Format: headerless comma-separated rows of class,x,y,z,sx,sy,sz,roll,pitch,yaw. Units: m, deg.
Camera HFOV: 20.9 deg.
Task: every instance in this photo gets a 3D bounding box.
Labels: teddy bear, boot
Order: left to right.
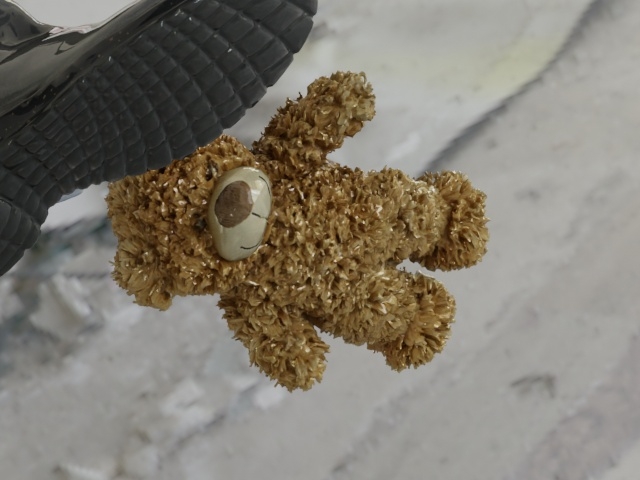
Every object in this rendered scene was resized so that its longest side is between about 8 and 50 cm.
boot,-0.187,-0.125,1.072,0.338,0.118,0.223,-32,56,1
teddy bear,0.000,0.000,1.345,0.245,0.338,0.113,-52,38,1

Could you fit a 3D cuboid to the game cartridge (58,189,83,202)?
game cartridge,-0.380,-0.099,1.675,0.297,0.198,0.062,-20,26,-29
